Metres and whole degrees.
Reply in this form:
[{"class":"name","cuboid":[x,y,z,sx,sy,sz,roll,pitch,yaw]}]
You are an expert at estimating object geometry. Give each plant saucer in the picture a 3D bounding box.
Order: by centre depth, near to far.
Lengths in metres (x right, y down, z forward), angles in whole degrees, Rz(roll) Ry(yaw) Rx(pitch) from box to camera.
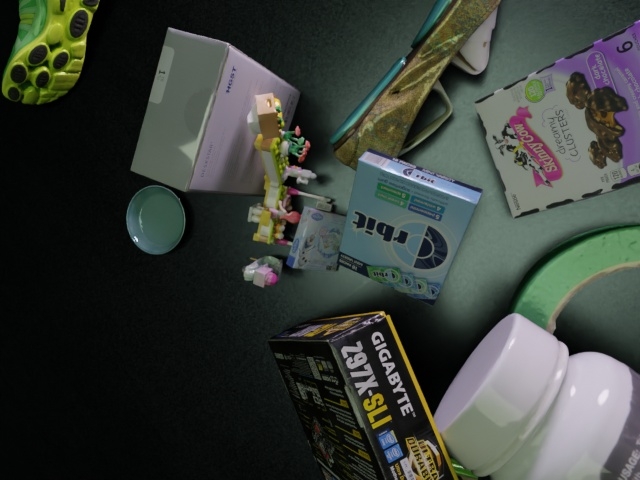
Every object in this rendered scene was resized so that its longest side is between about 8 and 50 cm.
[{"class":"plant saucer","cuboid":[-0.282,-0.035,0.849,0.119,0.021,0.119,1,93,18]}]

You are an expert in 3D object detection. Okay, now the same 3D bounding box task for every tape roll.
[{"class":"tape roll","cuboid":[0.402,0.139,0.610,0.321,0.077,0.321,1,94,17]}]

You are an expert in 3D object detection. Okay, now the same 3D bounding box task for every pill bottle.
[{"class":"pill bottle","cuboid":[0.310,0.247,0.499,0.361,0.204,0.204,35,103,13]}]

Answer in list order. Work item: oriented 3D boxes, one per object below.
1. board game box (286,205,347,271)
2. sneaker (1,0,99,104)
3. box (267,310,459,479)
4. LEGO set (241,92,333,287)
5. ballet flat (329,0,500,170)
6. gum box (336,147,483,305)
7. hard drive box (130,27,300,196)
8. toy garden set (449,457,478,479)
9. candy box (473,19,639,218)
[{"class":"board game box","cuboid":[0.000,0.000,0.725,0.020,0.090,0.090,28,103,44]},{"class":"sneaker","cuboid":[-0.474,-0.376,0.861,0.123,0.109,0.295,43,108,35]},{"class":"box","cuboid":[0.040,0.228,0.618,0.079,0.322,0.257,-23,86,-20]},{"class":"LEGO set","cuboid":[-0.040,-0.070,0.711,0.107,0.132,0.286,15,120,11]},{"class":"ballet flat","cuboid":[0.153,-0.232,0.659,0.123,0.123,0.348,40,103,12]},{"class":"gum box","cuboid":[0.112,-0.014,0.666,0.157,0.041,0.184,24,133,15]},{"class":"hard drive box","cuboid":[-0.132,-0.160,0.682,0.089,0.232,0.181,22,99,15]},{"class":"toy garden set","cuboid":[0.207,0.450,0.706,0.204,0.049,0.244,7,96,17]},{"class":"candy box","cuboid":[0.311,-0.133,0.591,0.196,0.070,0.164,-21,87,41]}]
